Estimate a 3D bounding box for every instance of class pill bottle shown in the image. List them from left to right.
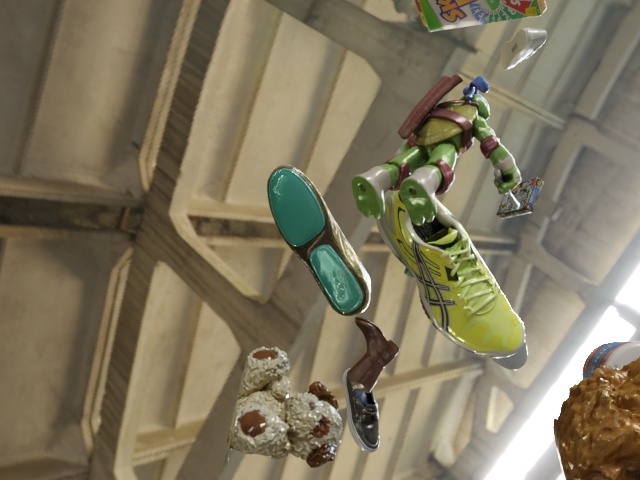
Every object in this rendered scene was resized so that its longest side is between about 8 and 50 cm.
[{"bbox_3d":[0.512,0.231,1.201,0.124,0.124,0.221,-49,-11,-2],"label":"pill bottle"}]

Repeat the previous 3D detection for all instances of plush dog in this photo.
[{"bbox_3d":[-0.065,0.374,1.445,0.226,0.262,0.210,13,-58,-6],"label":"plush dog"}]

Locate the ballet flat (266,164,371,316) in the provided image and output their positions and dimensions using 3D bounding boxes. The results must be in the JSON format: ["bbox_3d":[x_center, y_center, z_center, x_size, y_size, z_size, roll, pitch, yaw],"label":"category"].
[{"bbox_3d":[0.000,0.000,1.506,0.123,0.348,0.123,-30,-5,-3],"label":"ballet flat"}]

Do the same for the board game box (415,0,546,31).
[{"bbox_3d":[0.278,-0.461,1.320,0.039,0.260,0.124,-47,-54,-32],"label":"board game box"}]

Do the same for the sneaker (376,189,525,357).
[{"bbox_3d":[0.241,0.060,1.334,0.145,0.384,0.147,-38,-8,-12],"label":"sneaker"}]

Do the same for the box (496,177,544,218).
[{"bbox_3d":[0.539,-0.113,1.930,0.093,0.027,0.137,-64,15,-15],"label":"box"}]

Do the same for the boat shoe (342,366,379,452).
[{"bbox_3d":[0.118,0.439,1.880,0.080,0.228,0.076,6,-31,-29],"label":"boat shoe"}]

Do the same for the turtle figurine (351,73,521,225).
[{"bbox_3d":[0.186,-0.089,1.085,0.266,0.198,0.274,-38,-25,-37],"label":"turtle figurine"}]

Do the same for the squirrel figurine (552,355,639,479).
[{"bbox_3d":[0.485,0.291,0.832,0.371,0.396,0.281,-15,0,14],"label":"squirrel figurine"}]

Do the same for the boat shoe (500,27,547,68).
[{"bbox_3d":[0.480,-0.457,1.688,0.063,0.066,0.184,-5,-10,-5],"label":"boat shoe"}]

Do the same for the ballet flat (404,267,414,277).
[{"bbox_3d":[0.280,0.012,1.960,0.070,0.070,0.188,1,-77,-52],"label":"ballet flat"}]

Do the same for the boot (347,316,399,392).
[{"bbox_3d":[0.076,0.211,1.310,0.114,0.106,0.037,-48,-7,-23],"label":"boot"}]

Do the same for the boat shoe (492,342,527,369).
[{"bbox_3d":[0.451,0.213,1.941,0.113,0.306,0.105,-46,-14,15],"label":"boat shoe"}]
